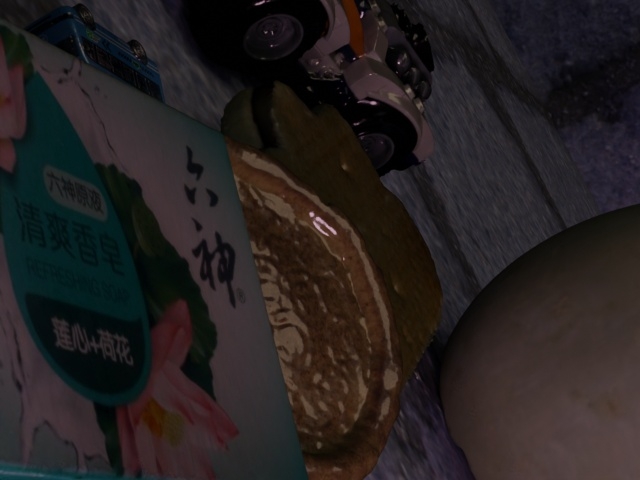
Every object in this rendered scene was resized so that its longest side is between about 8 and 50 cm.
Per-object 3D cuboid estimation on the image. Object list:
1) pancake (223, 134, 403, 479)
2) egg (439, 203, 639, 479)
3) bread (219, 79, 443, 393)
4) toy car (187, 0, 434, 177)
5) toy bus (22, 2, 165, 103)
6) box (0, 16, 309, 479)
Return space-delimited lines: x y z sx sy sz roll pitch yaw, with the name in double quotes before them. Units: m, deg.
"pancake" -0.026 0.034 0.779 0.199 0.021 0.199 27 48 -33
"egg" 0.267 0.104 1.096 0.278 0.336 0.278 48 30 -40
"bread" 0.000 0.000 0.947 0.207 0.056 0.286 61 17 -2
"toy car" -0.005 -0.170 1.131 0.301 0.118 0.193 43 21 -48
"toy bus" -0.115 -0.083 0.781 0.083 0.038 0.046 31 36 -59
"box" -0.106 0.018 0.501 0.245 0.092 0.153 22 50 -64
